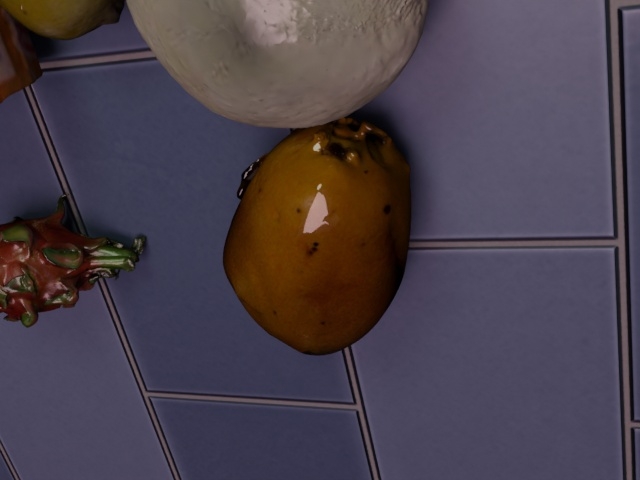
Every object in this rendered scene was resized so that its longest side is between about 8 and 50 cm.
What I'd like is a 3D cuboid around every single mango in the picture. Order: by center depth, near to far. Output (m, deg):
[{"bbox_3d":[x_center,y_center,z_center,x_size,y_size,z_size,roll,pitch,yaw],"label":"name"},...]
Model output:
[{"bbox_3d":[0.000,0.000,0.902,0.201,0.153,0.287,-1,135,-12],"label":"mango"}]

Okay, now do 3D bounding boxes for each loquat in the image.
[{"bbox_3d":[-0.263,-0.290,0.815,0.152,0.152,0.195,-25,110,32],"label":"loquat"}]

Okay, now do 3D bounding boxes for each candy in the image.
[{"bbox_3d":[-0.048,-0.226,0.757,0.295,0.185,0.296,12,130,14],"label":"candy"}]

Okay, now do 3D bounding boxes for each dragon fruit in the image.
[{"bbox_3d":[-0.340,0.022,1.071,0.235,0.135,0.137,-21,114,8],"label":"dragon fruit"}]

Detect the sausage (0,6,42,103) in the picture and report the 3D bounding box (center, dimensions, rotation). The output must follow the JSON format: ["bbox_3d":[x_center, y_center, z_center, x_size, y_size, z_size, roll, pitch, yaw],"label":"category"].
[{"bbox_3d":[-0.440,-0.267,0.848,0.233,0.233,0.287,-4,119,23],"label":"sausage"}]
